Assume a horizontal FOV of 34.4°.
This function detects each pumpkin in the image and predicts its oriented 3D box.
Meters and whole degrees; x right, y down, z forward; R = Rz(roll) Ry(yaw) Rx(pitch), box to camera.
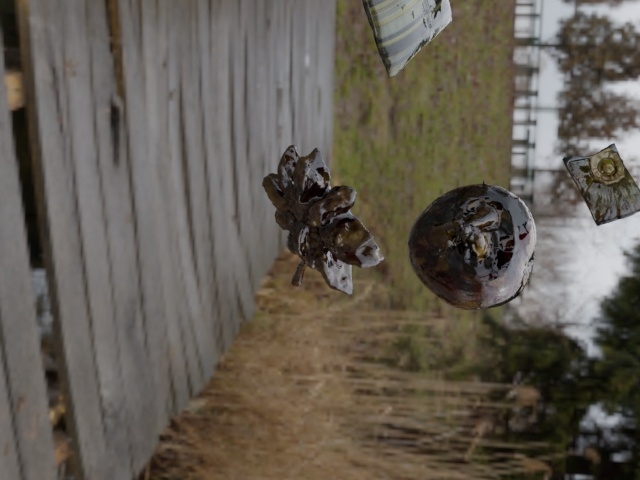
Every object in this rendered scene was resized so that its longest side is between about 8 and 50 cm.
[{"bbox_3d":[0.359,-0.071,1.313,0.035,0.073,0.101,81,-13,-82],"label":"pumpkin"}]

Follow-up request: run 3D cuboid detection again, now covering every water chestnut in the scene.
[{"bbox_3d":[0.261,0.010,1.754,0.238,0.224,0.223,76,18,-66],"label":"water chestnut"}]

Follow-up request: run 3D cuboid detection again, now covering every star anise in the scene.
[{"bbox_3d":[0.002,0.001,1.168,0.073,0.177,0.234,-36,134,-22],"label":"star anise"}]

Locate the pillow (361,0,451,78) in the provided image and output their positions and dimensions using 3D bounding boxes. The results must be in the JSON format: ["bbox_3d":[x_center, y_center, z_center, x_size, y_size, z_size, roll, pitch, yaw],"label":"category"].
[{"bbox_3d":[0.059,-0.252,0.879,0.113,0.038,0.203,-46,127,-34],"label":"pillow"}]
